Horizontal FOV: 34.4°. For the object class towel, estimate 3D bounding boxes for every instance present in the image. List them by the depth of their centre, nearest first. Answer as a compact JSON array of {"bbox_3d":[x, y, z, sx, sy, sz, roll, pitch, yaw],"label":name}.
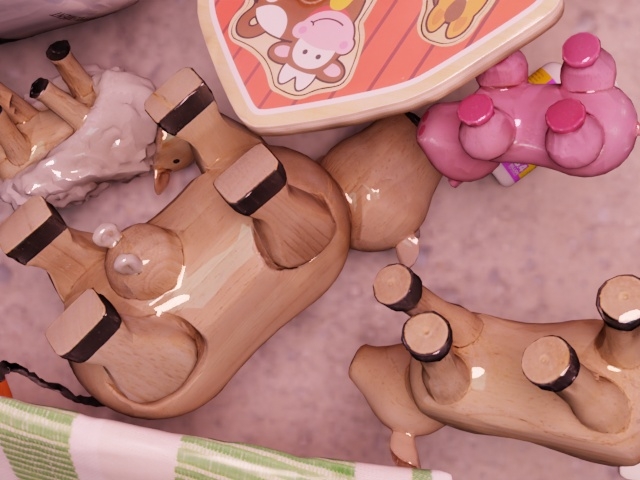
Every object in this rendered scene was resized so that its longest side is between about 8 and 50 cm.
[{"bbox_3d":[-0.104,0.142,0.557,0.325,0.248,0.038,12,57,5],"label":"towel"}]

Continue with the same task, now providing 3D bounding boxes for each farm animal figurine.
[{"bbox_3d":[0.000,0.000,0.523,0.327,0.172,0.330,-26,56,10],"label":"farm animal figurine"}]

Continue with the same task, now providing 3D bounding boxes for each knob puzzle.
[{"bbox_3d":[0.019,-0.131,0.458,0.213,0.030,0.213,-10,62,19],"label":"knob puzzle"}]

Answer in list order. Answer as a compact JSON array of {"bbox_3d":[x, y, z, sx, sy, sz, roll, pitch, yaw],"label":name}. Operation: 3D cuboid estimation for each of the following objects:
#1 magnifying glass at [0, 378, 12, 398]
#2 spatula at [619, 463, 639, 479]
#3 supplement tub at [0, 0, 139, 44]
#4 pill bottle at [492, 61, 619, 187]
[{"bbox_3d":[-0.306,0.130,0.663,0.231,0.026,0.092,-19,94,10],"label":"magnifying glass"},{"bbox_3d":[0.258,0.186,0.611,0.168,0.019,0.242,5,97,4],"label":"spatula"},{"bbox_3d":[-0.255,-0.179,0.506,0.338,0.207,0.207,-9,96,22],"label":"supplement tub"},{"bbox_3d":[0.124,-0.070,0.580,0.083,0.043,0.043,-38,92,9],"label":"pill bottle"}]
